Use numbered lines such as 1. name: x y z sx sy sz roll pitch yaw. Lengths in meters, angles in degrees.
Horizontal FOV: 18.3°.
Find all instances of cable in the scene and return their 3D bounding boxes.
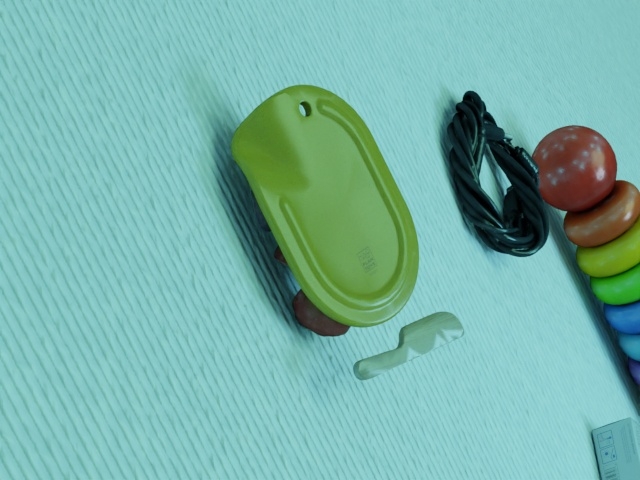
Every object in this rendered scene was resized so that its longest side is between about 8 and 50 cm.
1. cable: 0.167 -0.062 1.875 0.150 0.047 0.184 61 24 -18

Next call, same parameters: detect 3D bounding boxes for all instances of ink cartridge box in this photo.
1. ink cartridge box: 0.316 0.283 1.908 0.097 0.046 0.207 39 37 -49

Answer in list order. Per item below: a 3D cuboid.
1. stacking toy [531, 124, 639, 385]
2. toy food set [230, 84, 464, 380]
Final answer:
1. stacking toy: 0.325 0.023 2.075 0.330 0.141 0.141 54 25 -20
2. toy food set: 0.000 0.000 1.417 0.128 0.071 0.218 -31 98 -44
